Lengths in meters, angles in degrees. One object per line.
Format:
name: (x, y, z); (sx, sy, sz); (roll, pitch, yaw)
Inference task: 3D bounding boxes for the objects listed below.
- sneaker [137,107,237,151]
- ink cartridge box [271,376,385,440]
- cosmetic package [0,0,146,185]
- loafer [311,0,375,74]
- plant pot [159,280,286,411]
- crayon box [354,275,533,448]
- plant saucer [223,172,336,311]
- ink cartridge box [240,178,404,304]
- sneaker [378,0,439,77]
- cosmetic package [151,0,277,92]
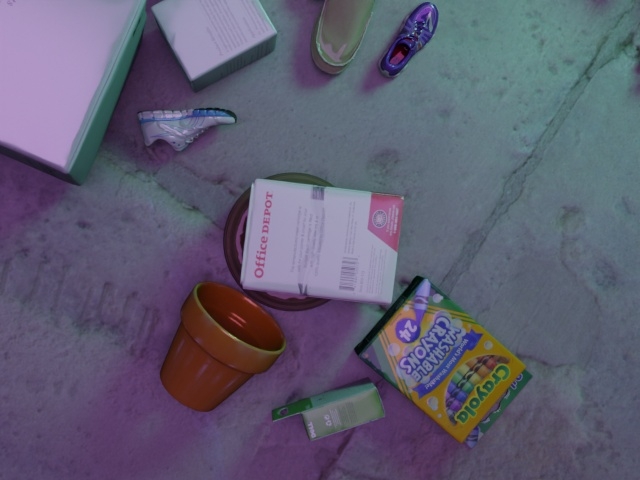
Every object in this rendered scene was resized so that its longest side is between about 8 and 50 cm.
sneaker: (-0.255, -0.215, 1.592); (0.190, 0.071, 0.083); (-3, 99, 4)
ink cartridge box: (0.013, 0.337, 1.607); (0.209, 0.109, 0.062); (-18, 93, -4)
cosmetic package: (-0.538, -0.323, 1.395); (0.393, 0.329, 0.327); (23, 85, -12)
loafer: (0.053, -0.455, 1.589); (0.102, 0.092, 0.269); (18, 91, -5)
plant pot: (-0.200, 0.213, 1.553); (0.205, 0.205, 0.188); (35, 105, -5)
crayon box: (0.255, 0.250, 1.637); (0.323, 0.083, 0.203); (40, 89, -5)
plant saucer: (-0.053, 0.004, 1.625); (0.277, 0.041, 0.278); (0, 92, -4)
ink cartridge box: (0.000, 0.000, 1.549); (0.283, 0.117, 0.207); (7, 92, -5)
sneaker: (0.180, -0.393, 1.613); (0.068, 0.071, 0.170); (33, 89, -5)
cosmetic package: (-0.196, -0.394, 1.541); (0.183, 0.151, 0.151); (-29, 94, -4)
